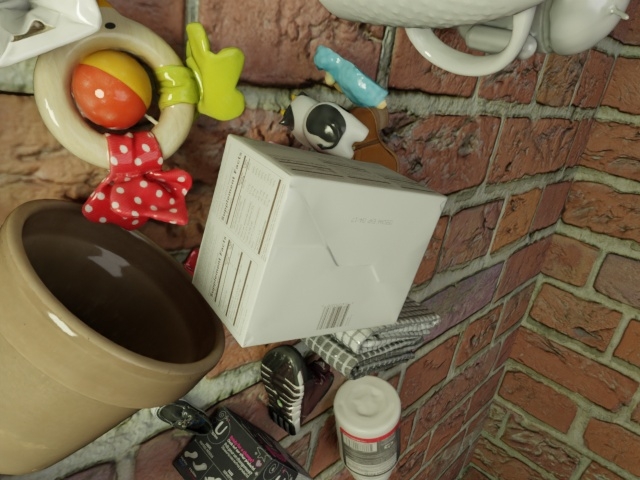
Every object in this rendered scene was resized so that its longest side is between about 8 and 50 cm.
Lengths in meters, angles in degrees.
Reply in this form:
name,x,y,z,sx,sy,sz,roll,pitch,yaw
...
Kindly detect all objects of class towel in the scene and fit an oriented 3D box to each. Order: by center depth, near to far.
name,x,y,z,sx,sy,sz,roll,pitch,yaw
towel,0.065,0.153,0.913,0.283,0.235,0.121,3,112,-50

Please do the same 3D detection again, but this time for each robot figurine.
name,x,y,z,sx,sy,sz,roll,pitch,yaw
robot figurine,0.389,-0.451,0.833,0.300,0.353,0.200,-56,142,-8

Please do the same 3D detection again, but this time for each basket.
name,x,y,z,sx,sy,sz,roll,pitch,yaw
basket,-0.281,-0.243,0.373,0.113,0.103,0.167,-40,136,-28

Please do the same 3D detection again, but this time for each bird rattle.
name,x,y,z,sx,sy,sz,roll,pitch,yaw
bird rattle,-0.214,-0.143,0.525,0.207,0.143,0.253,35,85,-32

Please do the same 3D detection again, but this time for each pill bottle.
name,x,y,z,sx,sy,sz,roll,pitch,yaw
pill bottle,0.133,0.537,1.268,0.176,0.176,0.318,-34,135,-33

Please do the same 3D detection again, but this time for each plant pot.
name,x,y,z,sx,sy,sz,roll,pitch,yaw
plant pot,-0.278,0.120,0.512,0.229,0.263,0.263,-46,144,8

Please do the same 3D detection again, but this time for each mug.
name,x,y,z,sx,sy,sz,roll,pitch,yaw
mug,0.189,-0.402,0.647,0.276,0.328,0.374,-49,141,-18

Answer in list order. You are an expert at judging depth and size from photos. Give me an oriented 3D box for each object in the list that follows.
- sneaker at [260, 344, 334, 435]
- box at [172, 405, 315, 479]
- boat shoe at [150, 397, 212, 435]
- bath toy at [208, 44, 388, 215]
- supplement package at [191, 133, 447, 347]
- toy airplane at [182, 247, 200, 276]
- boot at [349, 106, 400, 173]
name,x,y,z,sx,sy,sz,roll,pitch,yaw
sneaker,-0.038,0.283,0.992,0.162,0.106,0.281,-37,147,-37
box,-0.137,0.464,0.913,0.142,0.163,0.247,-49,141,-15
boat shoe,-0.237,0.308,0.805,0.049,0.040,0.142,-53,142,-13
bath toy,-0.048,-0.118,0.707,0.129,0.151,0.348,32,91,-18
supplement package,0.000,0.000,0.598,0.262,0.145,0.204,2,115,-41
toy airplane,-0.181,0.070,0.740,0.151,0.028,0.151,-27,129,-39
boot,0.074,-0.153,0.876,0.152,0.073,0.197,-35,123,-33
